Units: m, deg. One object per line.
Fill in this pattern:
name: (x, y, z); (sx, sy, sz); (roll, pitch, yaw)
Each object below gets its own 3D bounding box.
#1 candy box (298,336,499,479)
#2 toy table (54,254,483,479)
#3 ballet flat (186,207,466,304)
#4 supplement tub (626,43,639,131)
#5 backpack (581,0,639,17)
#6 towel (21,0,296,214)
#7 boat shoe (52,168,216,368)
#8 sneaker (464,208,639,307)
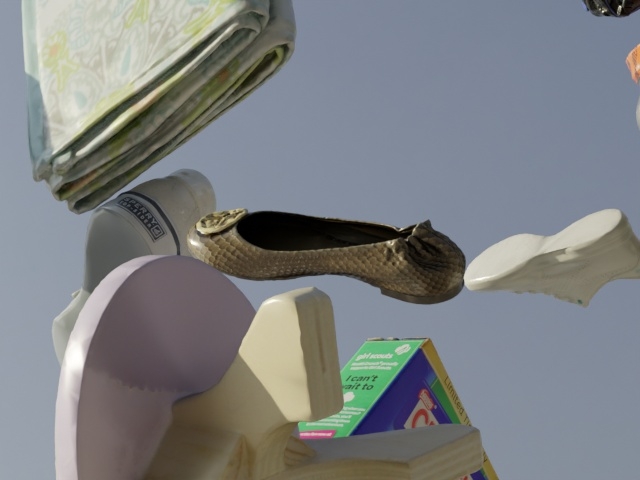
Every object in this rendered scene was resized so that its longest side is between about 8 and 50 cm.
candy box: (0.068, 0.318, 1.802); (0.122, 0.317, 0.268); (-3, -55, 42)
toy table: (-0.043, 0.148, 0.879); (0.252, 0.274, 0.161); (-30, 20, -38)
ballet flat: (0.000, 0.000, 1.181); (0.250, 0.084, 0.058); (10, -53, 29)
supplement tub: (0.455, -0.086, 1.516); (0.194, 0.316, 0.193); (-25, -9, -4)
backpack: (0.344, -0.356, 1.659); (0.158, 0.117, 0.173); (-30, -78, -6)
towel: (-0.169, -0.243, 1.467); (0.320, 0.374, 0.090); (-34, -43, 28)
boat shoe: (-0.176, 0.045, 1.527); (0.156, 0.136, 0.367); (-37, -20, -35)
sneaker: (0.259, 0.039, 1.617); (0.212, 0.080, 0.094); (-16, -61, 38)
